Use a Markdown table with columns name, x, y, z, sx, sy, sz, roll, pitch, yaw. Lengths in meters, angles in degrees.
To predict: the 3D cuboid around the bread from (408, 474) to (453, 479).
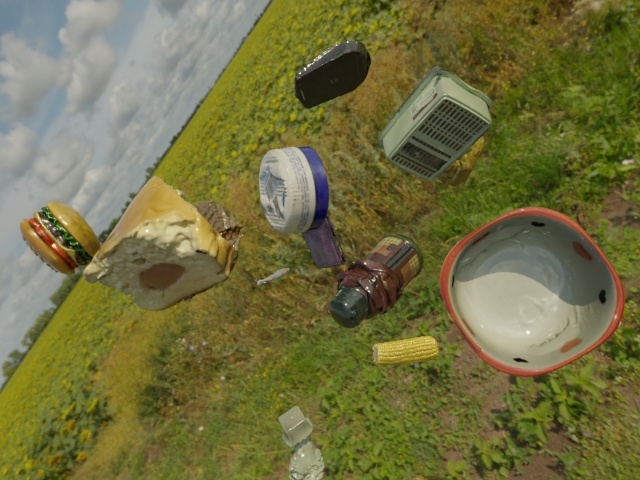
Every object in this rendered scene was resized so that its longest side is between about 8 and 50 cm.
| name | x | y | z | sx | sy | sz | roll | pitch | yaw |
| --- | --- | --- | --- | --- | --- | --- | --- | --- | --- |
| bread | 0.304 | 0.651 | 0.979 | 0.196 | 0.138 | 0.102 | 162 | 124 | -79 |

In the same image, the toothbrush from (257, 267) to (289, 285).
| name | x | y | z | sx | sy | sz | roll | pitch | yaw |
| --- | --- | --- | --- | --- | --- | --- | --- | --- | --- |
| toothbrush | -0.211 | 0.162 | 1.769 | 0.375 | 0.037 | 0.028 | -30 | 64 | 60 |

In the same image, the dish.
| name | x | y | z | sx | sy | sz | roll | pitch | yaw |
| --- | --- | --- | --- | --- | --- | --- | --- | --- | --- |
| dish | 0.325 | 0.080 | 0.657 | 0.256 | 0.256 | 0.117 | -54 | -16 | 4 |

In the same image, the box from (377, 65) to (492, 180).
| name | x | y | z | sx | sy | sz | roll | pitch | yaw |
| --- | --- | --- | --- | --- | --- | --- | --- | --- | --- |
| box | 0.321 | -0.326 | 1.148 | 0.290 | 0.220 | 0.166 | -46 | 31 | 44 |

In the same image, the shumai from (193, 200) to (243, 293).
| name | x | y | z | sx | sy | sz | roll | pitch | yaw |
| --- | --- | --- | --- | --- | --- | --- | --- | --- | --- |
| shumai | -0.412 | 0.058 | 1.321 | 0.283 | 0.216 | 0.346 | -44 | 31 | 42 |

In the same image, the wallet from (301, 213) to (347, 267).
| name | x | y | z | sx | sy | sz | roll | pitch | yaw |
| --- | --- | --- | --- | --- | --- | --- | --- | --- | --- |
| wallet | -0.001 | 0.000 | 1.135 | 0.111 | 0.166 | 0.030 | -15 | 12 | 41 |

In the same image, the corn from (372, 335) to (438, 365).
| name | x | y | z | sx | sy | sz | roll | pitch | yaw |
| --- | --- | --- | --- | --- | --- | --- | --- | --- | --- |
| corn | 0.321 | 0.420 | 1.515 | 0.243 | 0.094 | 0.093 | -9 | 32 | -1 |

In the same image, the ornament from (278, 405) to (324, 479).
| name | x | y | z | sx | sy | sz | roll | pitch | yaw |
| --- | --- | --- | --- | --- | --- | --- | --- | --- | --- |
| ornament | -0.062 | 0.686 | 1.347 | 0.120 | 0.130 | 0.286 | -159 | 59 | -66 |

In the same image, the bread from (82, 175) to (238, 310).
| name | x | y | z | sx | sy | sz | roll | pitch | yaw |
| --- | --- | --- | --- | --- | --- | --- | --- | --- | --- |
| bread | -0.264 | 0.032 | 0.690 | 0.224 | 0.183 | 0.211 | -54 | 35 | -11 |

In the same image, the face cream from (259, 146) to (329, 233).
| name | x | y | z | sx | sy | sz | roll | pitch | yaw |
| --- | --- | --- | --- | --- | --- | --- | --- | --- | --- |
| face cream | -0.072 | -0.119 | 0.969 | 0.206 | 0.111 | 0.206 | 32 | 127 | 54 |

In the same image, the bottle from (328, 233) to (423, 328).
| name | x | y | z | sx | sy | sz | roll | pitch | yaw |
| --- | --- | --- | --- | --- | --- | --- | --- | --- | --- |
| bottle | 0.123 | 0.096 | 0.970 | 0.156 | 0.143 | 0.271 | 15 | 42 | 43 |

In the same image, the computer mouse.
| name | x | y | z | sx | sy | sz | roll | pitch | yaw |
| --- | --- | --- | --- | --- | --- | --- | --- | --- | --- |
| computer mouse | 0.035 | -0.576 | 1.382 | 0.295 | 0.168 | 0.087 | -26 | 63 | 0 |

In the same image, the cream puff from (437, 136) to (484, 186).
| name | x | y | z | sx | sy | sz | roll | pitch | yaw |
| --- | --- | --- | --- | --- | --- | --- | --- | --- | --- |
| cream puff | 0.561 | -0.342 | 1.642 | 0.244 | 0.195 | 0.245 | -165 | 90 | -78 |

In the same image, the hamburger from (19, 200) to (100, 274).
| name | x | y | z | sx | sy | sz | roll | pitch | yaw |
| --- | --- | --- | --- | --- | --- | --- | --- | --- | --- |
| hamburger | -0.554 | -0.005 | 0.863 | 0.115 | 0.162 | 0.162 | -40 | 18 | -22 |

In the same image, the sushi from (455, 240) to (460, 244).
| name | x | y | z | sx | sy | sz | roll | pitch | yaw |
| --- | --- | --- | --- | --- | --- | --- | --- | --- | --- |
| sushi | 0.548 | 0.113 | 1.395 | 0.040 | 0.192 | 0.210 | -44 | 46 | 43 |

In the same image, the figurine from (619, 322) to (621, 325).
| name | x | y | z | sx | sy | sz | roll | pitch | yaw |
| --- | --- | --- | --- | --- | --- | --- | --- | --- | --- |
| figurine | 0.760 | 0.185 | 1.154 | 0.127 | 0.235 | 0.155 | -47 | 49 | 28 |
